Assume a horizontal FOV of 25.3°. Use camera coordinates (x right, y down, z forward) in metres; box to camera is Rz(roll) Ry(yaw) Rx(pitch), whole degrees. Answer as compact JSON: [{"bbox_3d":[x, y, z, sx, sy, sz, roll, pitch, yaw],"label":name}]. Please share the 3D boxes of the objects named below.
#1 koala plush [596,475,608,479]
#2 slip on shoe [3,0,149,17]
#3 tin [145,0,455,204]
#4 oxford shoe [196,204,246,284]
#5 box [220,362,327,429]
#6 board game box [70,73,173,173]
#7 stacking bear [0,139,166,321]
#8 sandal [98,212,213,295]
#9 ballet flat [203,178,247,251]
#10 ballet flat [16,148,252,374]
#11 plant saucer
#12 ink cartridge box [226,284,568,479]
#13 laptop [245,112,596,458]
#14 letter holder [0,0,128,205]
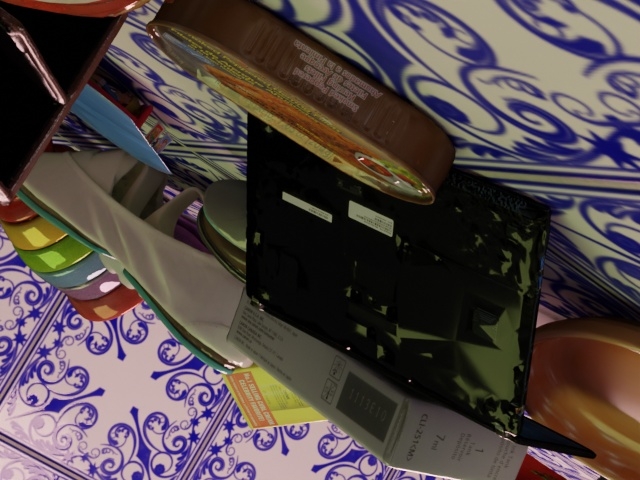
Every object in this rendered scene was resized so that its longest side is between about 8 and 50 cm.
[{"bbox_3d":[0.317,0.283,1.229,0.221,0.196,0.203,42,171,8],"label":"koala plush"},{"bbox_3d":[-0.204,-0.181,0.630,0.331,0.123,0.101,24,175,12],"label":"slip on shoe"},{"bbox_3d":[-0.009,-0.082,0.801,0.189,0.040,0.106,32,176,-13],"label":"tin"},{"bbox_3d":[-0.013,0.015,1.338,0.227,0.083,0.096,30,152,6],"label":"oxford shoe"},{"bbox_3d":[0.022,0.130,1.433,0.232,0.058,0.087,-9,123,24],"label":"box"},{"bbox_3d":[-0.183,-0.122,1.209,0.133,0.033,0.169,33,169,22],"label":"board game box"},{"bbox_3d":[-0.319,-0.049,1.715,0.289,0.175,0.164,51,-156,-36],"label":"stacking bear"},{"bbox_3d":[-0.068,0.051,1.568,0.416,0.169,0.102,22,129,15],"label":"sandal"},{"bbox_3d":[0.000,0.000,1.234,0.213,0.072,0.068,32,145,-18],"label":"ballet flat"},{"bbox_3d":[-0.181,-0.015,1.493,0.400,0.139,0.139,37,177,32],"label":"ballet flat"},{"bbox_3d":[0.229,0.117,0.995,0.200,0.037,0.200,26,151,16],"label":"plant saucer"},{"bbox_3d":[0.084,0.128,1.181,0.238,0.060,0.275,16,-173,-33],"label":"ink cartridge box"},{"bbox_3d":[0.076,0.029,0.975,0.234,0.136,0.264,25,128,32],"label":"laptop"},{"bbox_3d":[-0.293,-0.178,0.834,0.301,0.152,0.214,29,170,7],"label":"letter holder"}]
